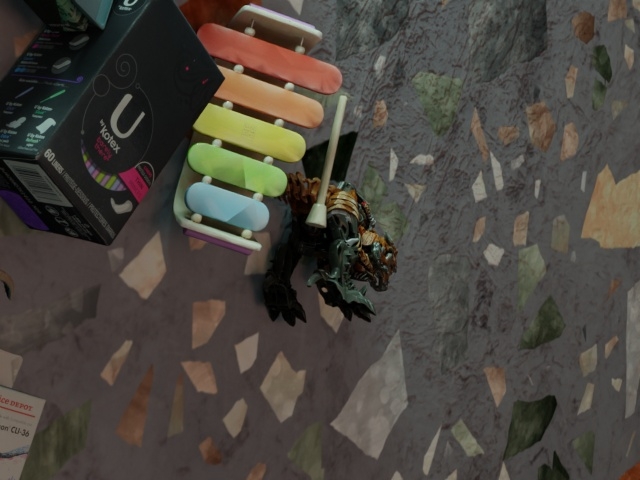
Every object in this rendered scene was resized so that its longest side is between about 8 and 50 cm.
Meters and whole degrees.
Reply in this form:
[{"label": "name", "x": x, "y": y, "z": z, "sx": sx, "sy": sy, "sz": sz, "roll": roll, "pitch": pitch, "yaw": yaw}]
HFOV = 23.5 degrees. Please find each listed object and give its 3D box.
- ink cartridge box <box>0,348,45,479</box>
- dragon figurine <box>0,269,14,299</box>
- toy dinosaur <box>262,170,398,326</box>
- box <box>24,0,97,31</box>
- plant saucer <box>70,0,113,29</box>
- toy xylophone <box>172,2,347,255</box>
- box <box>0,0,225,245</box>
[{"label": "ink cartridge box", "x": -0.394, "y": 0.220, "z": 1.772, "sx": 0.115, "sy": 0.067, "sz": 0.198, "roll": 27, "pitch": 77, "yaw": -51}, {"label": "dragon figurine", "x": -0.448, "y": 0.040, "z": 1.646, "sx": 0.289, "sy": 0.144, "sz": 0.085, "roll": -19, "pitch": 113, "yaw": -69}, {"label": "toy dinosaur", "x": 0.000, "y": 0.000, "z": 2.193, "sx": 0.322, "sy": 0.164, "sz": 0.218, "roll": 28, "pitch": 61, "yaw": -28}, {"label": "box", "x": -0.318, "y": -0.410, "z": 1.665, "sx": 0.322, "sy": 0.058, "sz": 0.232, "roll": 48, "pitch": 50, "yaw": -53}, {"label": "plant saucer", "x": -0.242, "y": -0.337, "z": 1.744, "sx": 0.067, "sy": 0.018, "sz": 0.192, "roll": 47, "pitch": 52, "yaw": -55}, {"label": "toy xylophone", "x": -0.072, "y": -0.138, "z": 2.017, "sx": 0.236, "sy": 0.081, "sz": 0.322, "roll": 9, "pitch": 86, "yaw": -20}, {"label": "box", "x": -0.261, "y": -0.152, "z": 1.790, "sx": 0.270, "sy": 0.143, "sz": 0.165, "roll": -59, "pitch": 138, "yaw": -25}]
